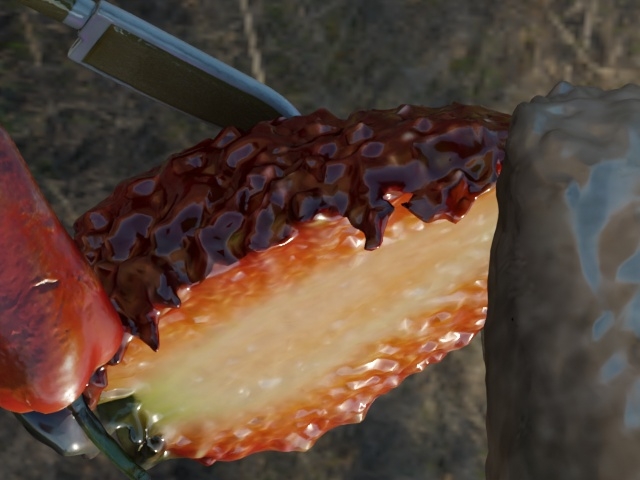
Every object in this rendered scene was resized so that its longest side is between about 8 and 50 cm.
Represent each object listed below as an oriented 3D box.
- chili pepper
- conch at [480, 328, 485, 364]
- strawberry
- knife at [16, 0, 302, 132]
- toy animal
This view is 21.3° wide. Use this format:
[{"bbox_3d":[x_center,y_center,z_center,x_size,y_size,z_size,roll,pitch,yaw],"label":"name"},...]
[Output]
[{"bbox_3d":[-0.139,-0.008,0.681,0.063,0.071,0.272,-46,115,-47],"label":"chili pepper"},{"bbox_3d":[0.227,0.137,1.036,0.263,0.186,0.324,-31,108,-25],"label":"conch"},{"bbox_3d":[0.000,0.000,0.854,0.233,0.306,0.138,37,26,-61],"label":"strawberry"},{"bbox_3d":[-0.106,-0.102,0.839,0.256,0.046,0.022,26,49,-21],"label":"knife"},{"bbox_3d":[0.159,0.125,0.616,0.226,0.188,0.358,40,42,-62],"label":"toy animal"}]
